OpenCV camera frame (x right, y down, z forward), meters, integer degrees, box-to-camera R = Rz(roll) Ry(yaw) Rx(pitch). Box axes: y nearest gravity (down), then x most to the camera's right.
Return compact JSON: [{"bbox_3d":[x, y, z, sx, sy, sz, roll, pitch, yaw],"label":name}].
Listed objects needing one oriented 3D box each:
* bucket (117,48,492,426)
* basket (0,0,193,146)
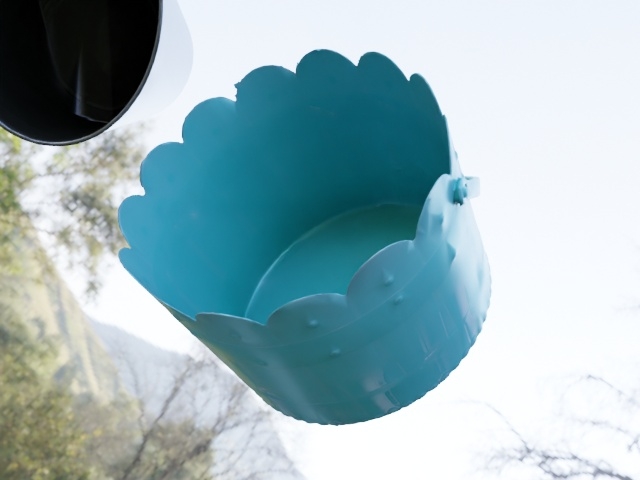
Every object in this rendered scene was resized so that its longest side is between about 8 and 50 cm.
[{"bbox_3d":[0.000,0.000,0.720,0.281,0.281,0.183,22,-25,40],"label":"bucket"},{"bbox_3d":[-0.183,-0.170,0.724,0.154,0.204,0.227,-2,1,1],"label":"basket"}]
